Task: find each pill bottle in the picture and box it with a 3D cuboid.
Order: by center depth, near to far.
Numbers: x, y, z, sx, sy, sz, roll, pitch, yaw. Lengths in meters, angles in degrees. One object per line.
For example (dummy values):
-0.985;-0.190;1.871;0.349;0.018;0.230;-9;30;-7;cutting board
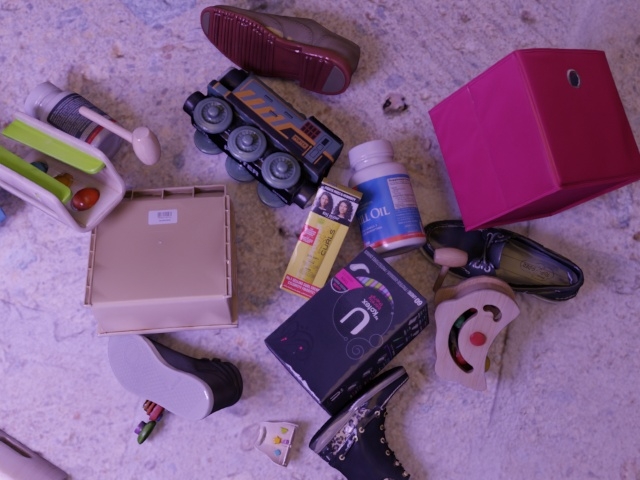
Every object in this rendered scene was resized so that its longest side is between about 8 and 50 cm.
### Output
0.126;-0.083;1.407;0.124;0.124;0.221;-14;79;-5;pill bottle
-0.497;-0.237;1.414;0.180;0.108;0.108;36;80;4;pill bottle

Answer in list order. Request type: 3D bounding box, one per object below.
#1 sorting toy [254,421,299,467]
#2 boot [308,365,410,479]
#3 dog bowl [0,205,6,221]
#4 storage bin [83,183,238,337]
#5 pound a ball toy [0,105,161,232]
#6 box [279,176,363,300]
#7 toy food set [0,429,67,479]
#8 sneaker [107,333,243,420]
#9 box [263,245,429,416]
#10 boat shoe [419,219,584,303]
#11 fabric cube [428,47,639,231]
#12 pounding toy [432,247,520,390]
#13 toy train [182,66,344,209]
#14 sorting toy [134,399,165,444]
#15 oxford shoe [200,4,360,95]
-0.087;0.385;1.352;0.075;0.045;0.083;16;79;8;sorting toy
0.118;0.373;1.342;0.236;0.085;0.178;-41;86;-4;boot
-0.710;-0.143;1.365;0.074;0.166;0.297;-30;82;-19;dog bowl
-0.295;0.032;1.334;0.263;0.123;0.260;-4;59;-3;storage bin
-0.456;-0.141;1.300;0.319;0.135;0.208;24;63;29;pound a ball toy
0.000;0.000;1.370;0.087;0.058;0.232;24;107;1;box
-0.651;0.505;1.286;0.220;0.092;0.306;32;71;4;toy food set
-0.274;0.252;1.344;0.296;0.147;0.104;22;97;32;sneaker
0.055;0.172;1.327;0.270;0.143;0.165;-43;66;-9;box
0.364;0.036;1.401;0.340;0.113;0.127;25;79;2;boat shoe
0.407;-0.188;1.337;0.254;0.259;0.258;-8;78;-31;fabric cube
0.298;0.138;1.365;0.154;0.155;0.269;0;110;8;pounding toy
-0.114;-0.210;1.422;0.334;0.142;0.190;40;68;7;toy train
-0.330;0.335;1.338;0.042;0.061;0.102;32;98;4;sorting toy
-0.083;-0.420;1.485;0.348;0.123;0.130;25;53;3;oxford shoe
